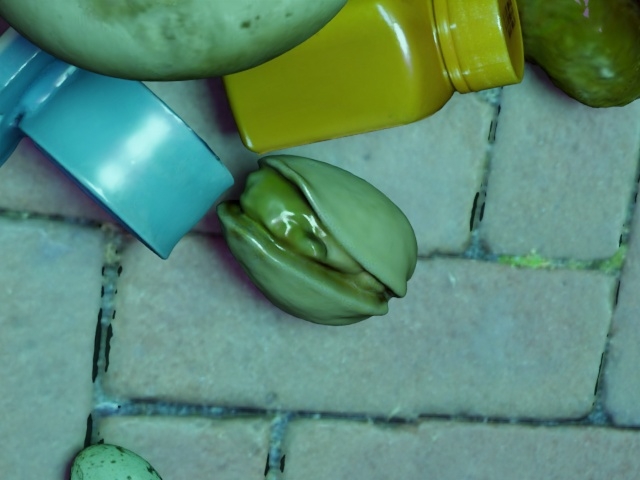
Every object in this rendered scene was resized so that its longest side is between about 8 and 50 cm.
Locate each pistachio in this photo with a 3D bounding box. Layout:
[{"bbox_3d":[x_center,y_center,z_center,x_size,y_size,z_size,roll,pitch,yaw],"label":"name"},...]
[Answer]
[{"bbox_3d":[0.000,0.000,1.010,0.144,0.144,0.215,-53,138,0],"label":"pistachio"}]

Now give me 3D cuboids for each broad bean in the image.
[{"bbox_3d":[0.222,-0.221,1.050,0.122,0.156,0.228,-18,123,31],"label":"broad bean"}]

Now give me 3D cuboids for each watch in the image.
[{"bbox_3d":[-0.167,-0.078,0.926,0.193,0.211,0.211,42,88,-3],"label":"watch"}]

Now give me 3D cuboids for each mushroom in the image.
[{"bbox_3d":[-0.093,-0.257,0.738,0.292,0.292,0.290,-13,143,-14],"label":"mushroom"}]

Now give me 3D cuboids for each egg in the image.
[{"bbox_3d":[-0.180,0.230,1.049,0.085,0.085,0.110,-37,107,-6],"label":"egg"}]

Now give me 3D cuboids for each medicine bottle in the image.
[{"bbox_3d":[0.044,-0.153,0.951,0.222,0.149,0.112,-9,108,19],"label":"medicine bottle"}]
